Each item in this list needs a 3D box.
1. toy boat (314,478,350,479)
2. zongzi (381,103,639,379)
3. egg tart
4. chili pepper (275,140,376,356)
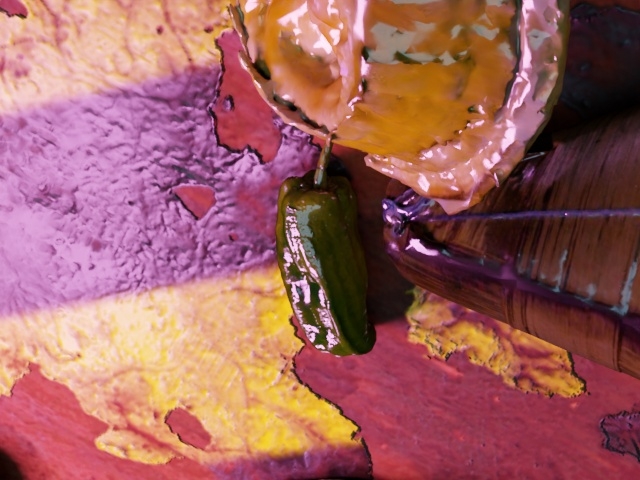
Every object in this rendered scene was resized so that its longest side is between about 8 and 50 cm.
[{"bbox_3d":[0.041,0.281,1.108,0.262,0.115,0.114,9,118,8],"label":"toy boat"},{"bbox_3d":[0.212,-0.068,0.906,0.286,0.138,0.300,23,97,18],"label":"zongzi"},{"bbox_3d":[0.024,-0.159,0.806,0.315,0.120,0.315,42,143,42],"label":"egg tart"},{"bbox_3d":[-0.001,-0.001,1.006,0.072,0.073,0.204,4,116,27],"label":"chili pepper"}]
